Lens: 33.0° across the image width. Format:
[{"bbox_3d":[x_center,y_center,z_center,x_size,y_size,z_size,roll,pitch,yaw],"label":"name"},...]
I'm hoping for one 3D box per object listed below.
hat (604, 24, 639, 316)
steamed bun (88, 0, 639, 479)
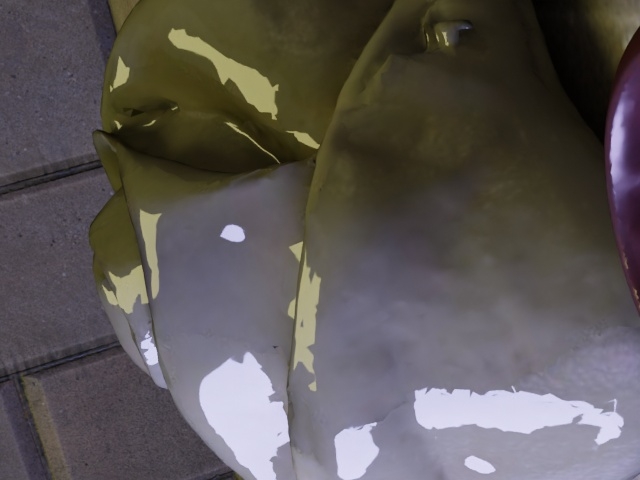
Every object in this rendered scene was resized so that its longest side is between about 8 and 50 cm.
[{"bbox_3d":[0.160,0.000,0.316,0.205,0.089,0.205,160,90,-81],"label":"hat"},{"bbox_3d":[0.000,0.000,0.614,0.342,0.255,0.368,103,150,-68],"label":"steamed bun"}]
